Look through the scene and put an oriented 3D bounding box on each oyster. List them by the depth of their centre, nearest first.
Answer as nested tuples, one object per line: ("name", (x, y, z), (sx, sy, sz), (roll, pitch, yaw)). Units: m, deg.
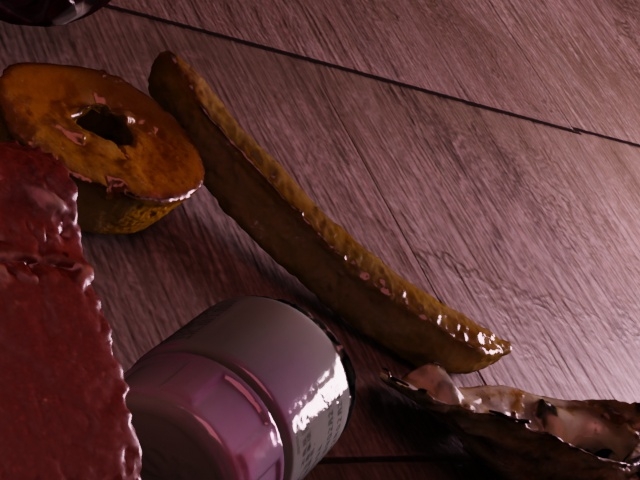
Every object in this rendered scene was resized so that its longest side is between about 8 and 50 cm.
("oyster", (0.168, 0.163, 1.228), (0.294, 0.094, 0.166), (19, 18, -18))

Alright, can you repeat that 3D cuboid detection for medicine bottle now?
("medicine bottle", (-0.069, 0.121, 0.942), (0.135, 0.135, 0.168), (45, 30, 4))

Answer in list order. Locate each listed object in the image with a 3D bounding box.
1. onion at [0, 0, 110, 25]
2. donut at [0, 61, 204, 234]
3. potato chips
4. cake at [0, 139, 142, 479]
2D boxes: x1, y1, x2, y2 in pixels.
("onion", (-0.240, -0.264, 1.202), (0.200, 0.200, 0.207), (43, -1, 1))
("donut", (-0.181, -0.069, 1.121), (0.178, 0.065, 0.162), (4, 42, -45))
("potato chips", (0.000, 0.000, 1.226), (0.407, 0.057, 0.080), (41, 34, -14))
("cake", (-0.219, 0.071, 0.785), (0.151, 0.177, 0.283), (2, 61, -46))
